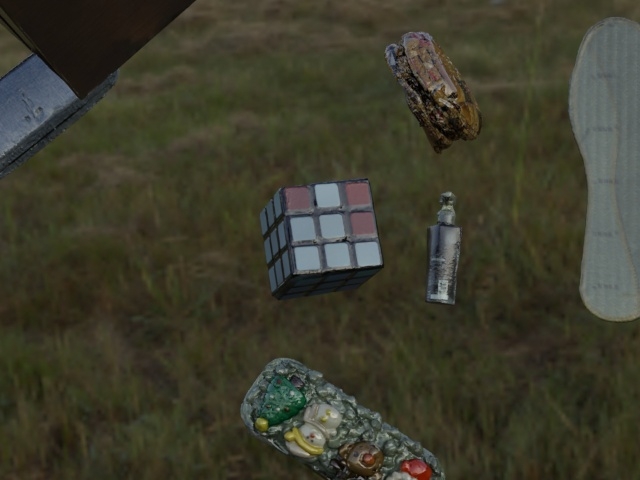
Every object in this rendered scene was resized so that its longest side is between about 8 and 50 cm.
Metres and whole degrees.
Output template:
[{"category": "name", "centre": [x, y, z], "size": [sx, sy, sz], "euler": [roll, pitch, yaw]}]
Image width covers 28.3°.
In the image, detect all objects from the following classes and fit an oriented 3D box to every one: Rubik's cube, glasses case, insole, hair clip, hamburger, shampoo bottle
[{"category": "Rubik's cube", "centre": [0.000, 0.000, 2.120], "size": [0.162, 0.163, 0.160], "euler": [-4, -14, -17]}, {"category": "glasses case", "centre": [-0.395, -0.177, 1.708], "size": [0.282, 0.109, 0.067], "euler": [-40, -22, -6]}, {"category": "insole", "centre": [0.337, -0.081, 1.432], "size": [0.119, 0.348, 0.009], "euler": [1, -4, 19]}, {"category": "hair clip", "centre": [0.037, 0.301, 1.845], "size": [0.321, 0.138, 0.091], "euler": [33, 3, -4]}, {"category": "hamburger", "centre": [0.192, -0.259, 2.179], "size": [0.107, 0.231, 0.231], "euler": [-26, 8, 15]}, {"category": "shampoo bottle", "centre": [0.229, 0.015, 2.351], "size": [0.057, 0.207, 0.063], "euler": [6, -8, -12]}]

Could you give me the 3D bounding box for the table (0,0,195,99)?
[{"category": "table", "centre": [-0.250, -0.330, 1.256], "size": [0.250, 0.196, 0.282], "euler": [-42, 43, -5]}]
